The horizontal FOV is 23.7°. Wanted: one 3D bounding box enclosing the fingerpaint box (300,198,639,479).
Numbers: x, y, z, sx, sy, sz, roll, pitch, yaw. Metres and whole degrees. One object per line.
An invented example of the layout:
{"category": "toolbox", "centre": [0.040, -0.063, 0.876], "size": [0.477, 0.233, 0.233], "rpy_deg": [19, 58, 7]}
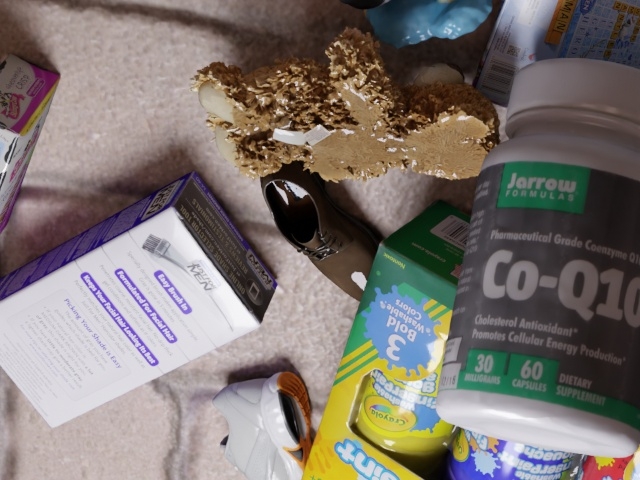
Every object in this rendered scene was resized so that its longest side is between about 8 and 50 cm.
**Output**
{"category": "fingerpaint box", "centre": [0.233, 0.227, 1.742], "size": [0.445, 0.163, 0.371], "rpy_deg": [30, 125, 19]}

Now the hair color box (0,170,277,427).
{"category": "hair color box", "centre": [-0.245, 0.077, 1.874], "size": [0.339, 0.110, 0.185], "rpy_deg": [-26, 110, 26]}

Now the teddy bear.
{"category": "teddy bear", "centre": [0.027, -0.140, 1.638], "size": [0.338, 0.113, 0.245], "rpy_deg": [-7, 142, 25]}

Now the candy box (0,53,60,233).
{"category": "candy box", "centre": [-0.389, -0.081, 1.782], "size": [0.071, 0.159, 0.233], "rpy_deg": [24, 122, -4]}

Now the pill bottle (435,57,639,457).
{"category": "pill bottle", "centre": [0.243, 0.018, 1.505], "size": [0.204, 0.204, 0.361], "rpy_deg": [10, 77, 6]}

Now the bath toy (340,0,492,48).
{"category": "bath toy", "centre": [0.037, -0.330, 1.501], "size": [0.151, 0.129, 0.348], "rpy_deg": [-48, 131, 1]}

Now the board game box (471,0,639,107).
{"category": "board game box", "centre": [0.349, -0.231, 1.554], "size": [0.318, 0.066, 0.319], "rpy_deg": [19, 136, 0]}

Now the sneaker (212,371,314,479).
{"category": "sneaker", "centre": [-0.063, 0.288, 1.977], "size": [0.121, 0.099, 0.262], "rpy_deg": [-5, 111, 23]}

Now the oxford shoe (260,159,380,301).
{"category": "oxford shoe", "centre": [0.000, 0.000, 1.786], "size": [0.083, 0.096, 0.227], "rpy_deg": [-33, 110, 24]}
